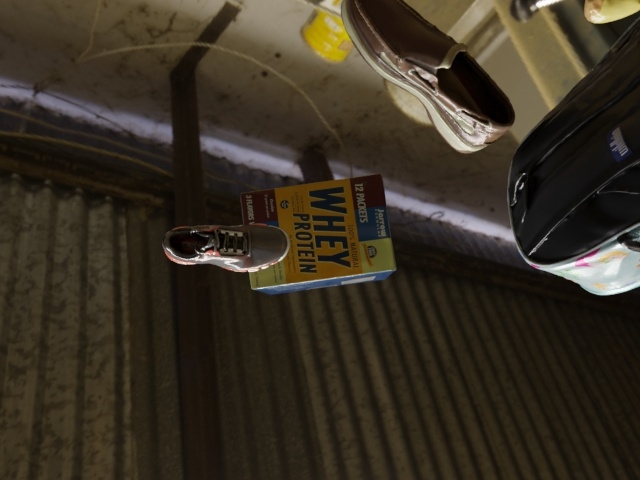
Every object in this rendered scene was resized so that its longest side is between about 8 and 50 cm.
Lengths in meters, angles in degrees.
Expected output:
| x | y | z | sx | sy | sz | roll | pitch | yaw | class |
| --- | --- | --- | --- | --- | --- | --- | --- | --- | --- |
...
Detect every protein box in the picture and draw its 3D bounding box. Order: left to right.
| x | y | z | sx | sy | sz | roll | pitch | yaw | class |
| --- | --- | --- | --- | --- | --- | --- | --- | --- | --- |
| 0.000 | 0.000 | 0.903 | 0.200 | 0.201 | 0.136 | -8 | -98 | 1 | protein box |

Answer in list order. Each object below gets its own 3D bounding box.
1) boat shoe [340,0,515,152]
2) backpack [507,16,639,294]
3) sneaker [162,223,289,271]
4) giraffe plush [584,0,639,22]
| x | y | z | sx | sy | sz | roll | pitch | yaw | class |
| --- | --- | --- | --- | --- | --- | --- | --- | --- | --- |
| 0.139 | -0.220 | 0.725 | 0.257 | 0.095 | 0.095 | 40 | -109 | -14 | boat shoe |
| 0.314 | -0.069 | 0.596 | 0.191 | 0.253 | 0.225 | 22 | -131 | -23 | backpack |
| -0.116 | 0.008 | 0.728 | 0.158 | 0.065 | 0.061 | -3 | -95 | -1 | sneaker |
| 0.467 | -0.432 | 0.888 | 0.210 | 0.181 | 0.170 | 48 | -172 | 31 | giraffe plush |
